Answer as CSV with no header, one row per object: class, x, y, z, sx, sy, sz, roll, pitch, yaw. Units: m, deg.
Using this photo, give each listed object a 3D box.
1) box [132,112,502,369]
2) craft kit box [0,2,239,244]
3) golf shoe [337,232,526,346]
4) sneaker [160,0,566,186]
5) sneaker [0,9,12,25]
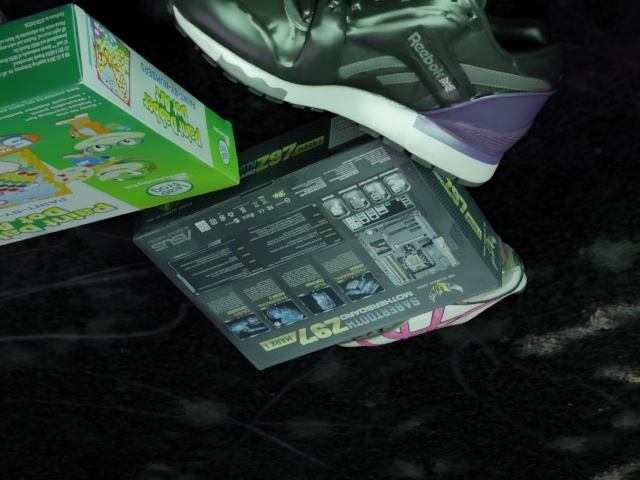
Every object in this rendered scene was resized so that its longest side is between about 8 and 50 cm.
box,0.000,0.000,0.963,0.232,0.059,0.183,-21,129,25
craft kit box,-0.213,-0.059,0.821,0.249,0.061,0.246,-14,168,15
golf shoe,0.089,0.056,1.058,0.186,0.068,0.086,-23,141,25
sneaker,0.034,-0.144,0.778,0.283,0.107,0.124,20,124,-33
sneaker,-0.216,-0.170,0.723,0.281,0.106,0.162,-19,151,30
